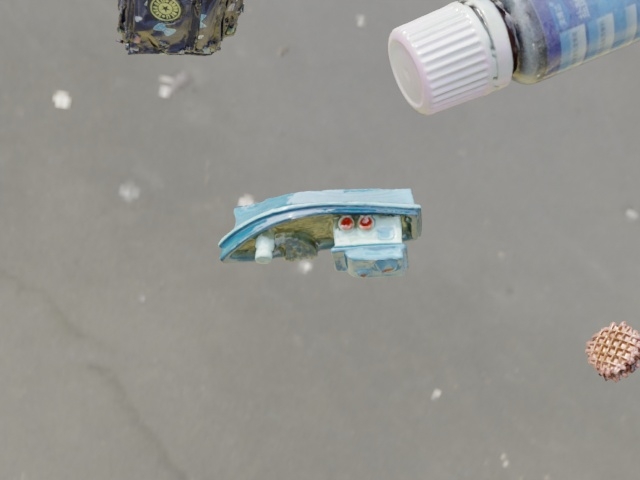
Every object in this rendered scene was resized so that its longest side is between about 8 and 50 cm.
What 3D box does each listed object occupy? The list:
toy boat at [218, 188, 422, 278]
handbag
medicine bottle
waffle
[{"bbox_3d":[0.000,0.000,1.788,0.238,0.109,0.098,-3,64,3],"label":"toy boat"},{"bbox_3d":[-0.172,-0.321,1.913,0.162,0.260,0.113,2,58,-12],"label":"handbag"},{"bbox_3d":[0.150,-0.153,1.098,0.203,0.083,0.083,-24,59,-12],"label":"medicine bottle"},{"bbox_3d":[0.381,0.142,1.996,0.075,0.029,0.083,-34,41,8],"label":"waffle"}]
